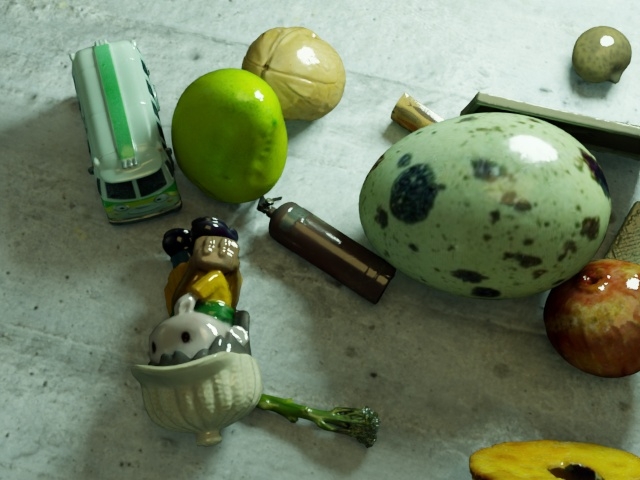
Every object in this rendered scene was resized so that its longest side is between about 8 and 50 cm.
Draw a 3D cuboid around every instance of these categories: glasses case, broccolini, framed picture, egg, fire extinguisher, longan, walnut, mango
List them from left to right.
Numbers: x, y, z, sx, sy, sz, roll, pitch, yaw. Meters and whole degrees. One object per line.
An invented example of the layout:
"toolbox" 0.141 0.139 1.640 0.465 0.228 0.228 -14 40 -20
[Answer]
"mango" -0.146 -0.170 1.427 0.185 0.273 0.149 21 59 14
"walnut" -0.046 -0.277 1.517 0.165 0.197 0.165 -2 85 27
"broccolini" -0.014 0.258 1.390 0.216 0.067 0.058 14 65 12
"fire extinguisher" 0.000 0.000 1.480 0.267 0.072 0.089 33 36 10
"glasses case" 0.198 -0.180 1.558 0.170 0.065 0.041 36 72 10
"egg" 0.246 -0.052 1.389 0.379 0.288 0.288 1 69 6
"framed picture" 0.402 -0.181 1.478 0.334 0.247 0.022 13 91 2
"longan" 0.501 -0.327 1.615 0.113 0.092 0.113 2 68 -4

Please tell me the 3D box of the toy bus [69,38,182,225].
"toy bus" -0.321 -0.181 1.480 0.133 0.165 0.276 -15 70 -7

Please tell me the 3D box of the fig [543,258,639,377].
"fig" 0.449 0.125 1.401 0.205 0.205 0.205 1 69 -2

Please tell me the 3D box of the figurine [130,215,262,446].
"figurine" -0.170 0.137 1.374 0.185 0.204 0.332 -24 38 31

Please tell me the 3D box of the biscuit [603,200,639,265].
"biscuit" 0.580 0.032 1.491 0.199 0.040 0.121 30 87 9

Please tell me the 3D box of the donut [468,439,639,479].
"donut" 0.346 0.364 1.244 0.302 0.303 0.110 2 95 -2
